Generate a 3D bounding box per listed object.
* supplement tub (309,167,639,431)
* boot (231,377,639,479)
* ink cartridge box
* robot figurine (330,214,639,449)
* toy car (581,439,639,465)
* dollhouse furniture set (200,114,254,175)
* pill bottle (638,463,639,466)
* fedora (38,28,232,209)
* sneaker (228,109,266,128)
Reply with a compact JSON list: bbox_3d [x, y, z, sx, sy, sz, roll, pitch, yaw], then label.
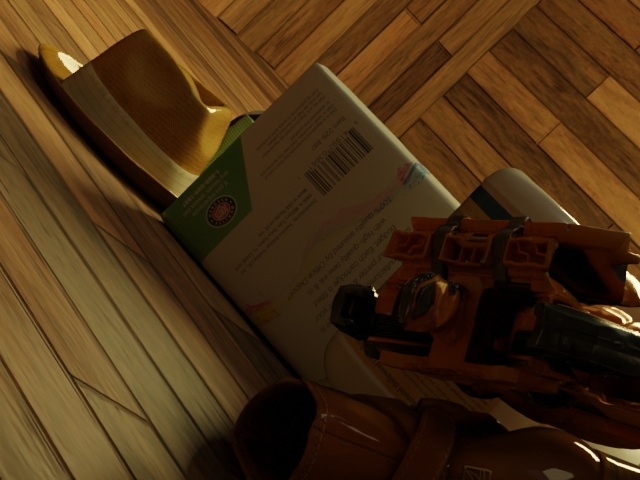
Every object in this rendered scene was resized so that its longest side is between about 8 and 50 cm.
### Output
[{"bbox_3d":[0.093,0.071,1.191,0.144,0.200,0.144,44,4,-4],"label":"supplement tub"},{"bbox_3d":[0.054,0.141,1.022,0.220,0.109,0.283,16,-9,-13],"label":"boot"},{"bbox_3d":[0.023,0.012,1.342,0.212,0.154,0.093,47,5,22],"label":"ink cartridge box"},{"bbox_3d":[0.147,0.055,0.962,0.291,0.085,0.211,22,-12,-38],"label":"robot figurine"},{"bbox_3d":[0.270,0.200,1.889,0.210,0.219,0.238,40,37,-53],"label":"toy car"},{"bbox_3d":[-0.045,-0.026,1.523,0.152,0.076,0.058,48,5,14],"label":"dollhouse furniture set"},{"bbox_3d":[0.387,0.322,1.465,0.224,0.224,0.392,41,8,-40],"label":"pill bottle"},{"bbox_3d":[-0.121,-0.095,1.442,0.194,0.079,0.194,45,6,-6],"label":"fedora"},{"bbox_3d":[0.000,0.000,1.636,0.292,0.110,0.118,46,-17,37],"label":"sneaker"}]
